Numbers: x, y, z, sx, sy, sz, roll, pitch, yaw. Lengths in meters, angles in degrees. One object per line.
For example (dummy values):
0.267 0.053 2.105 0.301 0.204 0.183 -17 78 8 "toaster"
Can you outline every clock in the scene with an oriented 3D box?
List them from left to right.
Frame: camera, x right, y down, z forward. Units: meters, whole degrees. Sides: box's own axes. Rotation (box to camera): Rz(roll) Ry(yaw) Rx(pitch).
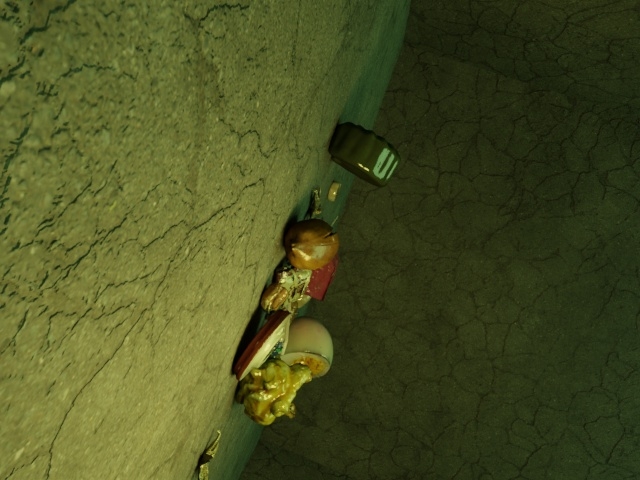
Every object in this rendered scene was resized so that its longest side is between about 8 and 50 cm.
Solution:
-0.211 0.401 1.563 0.318 0.080 0.318 -54 173 -9 "clock"

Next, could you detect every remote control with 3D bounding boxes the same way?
-0.181 0.417 2.001 0.277 0.055 0.103 -91 -166 -53 "remote control"

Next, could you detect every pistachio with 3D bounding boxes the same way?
-0.098 0.288 2.394 0.152 0.126 0.223 43 67 -47 "pistachio"

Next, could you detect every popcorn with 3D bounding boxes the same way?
-0.229 0.624 1.777 0.321 0.290 0.326 -34 -128 32 "popcorn"

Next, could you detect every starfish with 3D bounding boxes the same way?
-0.418 0.818 1.541 0.176 0.053 0.208 -17 130 -84 "starfish"
-0.036 -0.130 1.887 0.138 0.050 0.247 -52 158 -67 "starfish"

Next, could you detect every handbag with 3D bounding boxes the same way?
-0.130 0.187 1.725 0.213 0.127 0.235 -22 138 -42 "handbag"

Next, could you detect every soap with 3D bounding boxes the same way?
-0.022 0.126 2.060 0.127 0.220 0.325 -67 177 -67 "soap"

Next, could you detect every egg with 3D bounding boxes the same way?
-0.097 0.619 2.515 0.355 0.354 0.340 104 -8 -45 "egg"

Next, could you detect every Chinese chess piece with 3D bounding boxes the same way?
0.081 -0.291 2.413 0.122 0.051 0.122 19 90 -86 "Chinese chess piece"

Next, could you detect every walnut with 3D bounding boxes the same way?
-0.047 0.017 1.584 0.336 0.209 0.209 -10 121 -70 "walnut"

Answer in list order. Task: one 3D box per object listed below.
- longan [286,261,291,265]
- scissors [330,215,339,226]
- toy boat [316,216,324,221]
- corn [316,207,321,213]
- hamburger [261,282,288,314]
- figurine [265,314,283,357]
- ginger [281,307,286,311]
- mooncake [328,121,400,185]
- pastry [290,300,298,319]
-0.075 0.066 1.829 0.145 0.176 0.154 68 12 21 "longan"
0.001 0.001 2.249 0.360 0.029 0.191 -51 -176 -17 "scissors"
-0.034 -0.034 2.199 0.084 0.066 0.210 -42 165 -52 "toy boat"
-0.011 -0.154 2.136 0.083 0.027 0.028 -41 135 -74 "corn"
-0.190 0.229 1.551 0.102 0.087 0.176 -44 172 -33 "hamburger"
-0.212 0.411 1.785 0.102 0.111 0.195 36 50 -54 "figurine"
-0.209 0.390 1.911 0.193 0.052 0.176 -50 -164 16 "ginger"
0.201 -0.396 1.884 0.187 0.351 0.351 -58 174 1 "mooncake"
-0.175 0.395 2.237 0.153 0.081 0.153 -57 168 -19 "pastry"
